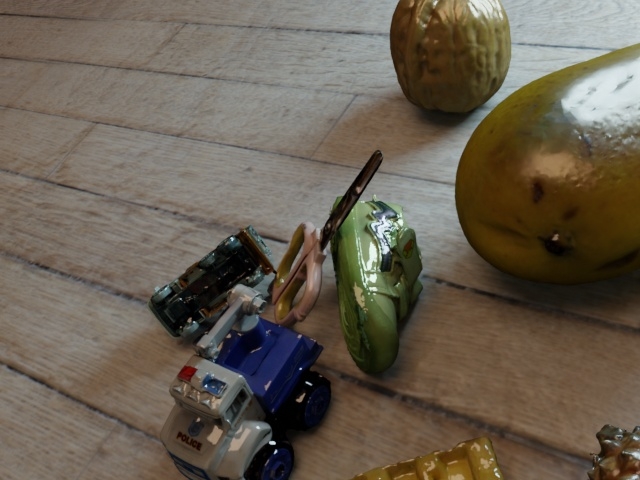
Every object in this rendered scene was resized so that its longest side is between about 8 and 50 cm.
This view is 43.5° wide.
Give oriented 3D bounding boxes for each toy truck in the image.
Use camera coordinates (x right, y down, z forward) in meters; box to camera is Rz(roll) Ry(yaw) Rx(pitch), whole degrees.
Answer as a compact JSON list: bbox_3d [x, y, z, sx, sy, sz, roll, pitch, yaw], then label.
[{"bbox_3d":[-0.157,0.056,1.157,0.177,0.080,0.115,-35,11,5],"label":"toy truck"},{"bbox_3d":[-0.098,0.179,0.948,0.161,0.177,0.213,18,58,28],"label":"toy truck"}]

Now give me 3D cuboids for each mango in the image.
[{"bbox_3d":[0.366,-0.116,1.001,0.445,0.221,0.301,-36,37,-23],"label":"mango"}]

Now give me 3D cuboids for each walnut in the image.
[{"bbox_3d":[0.203,-0.309,1.256,0.213,0.213,0.213,-13,45,13],"label":"walnut"}]

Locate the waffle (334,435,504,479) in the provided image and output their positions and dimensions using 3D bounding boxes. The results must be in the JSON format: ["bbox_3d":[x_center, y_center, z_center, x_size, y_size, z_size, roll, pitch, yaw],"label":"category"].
[{"bbox_3d":[0.072,0.320,0.827,0.274,0.057,0.168,-20,44,7],"label":"waffle"}]

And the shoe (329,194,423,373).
[{"bbox_3d":[0.070,0.037,1.037,0.128,0.140,0.262,-17,47,3],"label":"shoe"}]

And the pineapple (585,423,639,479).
[{"bbox_3d":[0.317,0.237,0.723,0.166,0.166,0.193,-31,44,-5],"label":"pineapple"}]

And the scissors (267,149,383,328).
[{"bbox_3d":[0.000,0.000,1.036,0.024,0.318,0.160,17,40,-20],"label":"scissors"}]
